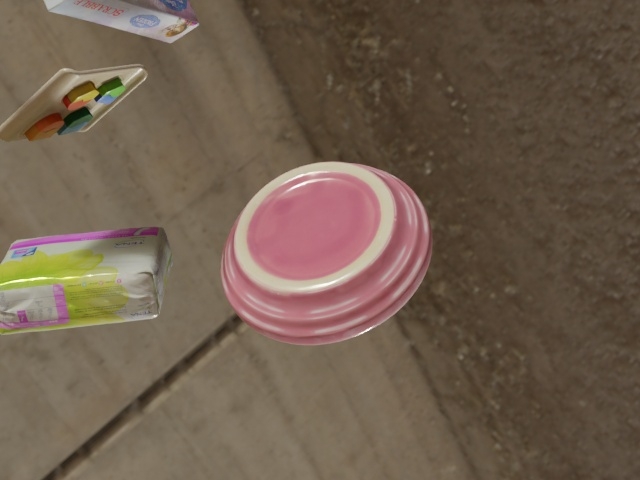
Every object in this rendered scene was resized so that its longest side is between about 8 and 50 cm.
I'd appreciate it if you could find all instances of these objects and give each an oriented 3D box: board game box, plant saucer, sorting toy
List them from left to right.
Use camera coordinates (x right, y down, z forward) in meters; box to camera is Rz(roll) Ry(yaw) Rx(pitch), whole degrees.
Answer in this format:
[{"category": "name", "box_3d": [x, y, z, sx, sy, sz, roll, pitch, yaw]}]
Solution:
[{"category": "sorting toy", "box_3d": [-0.404, -0.223, 1.849, 0.193, 0.208, 0.038, -35, 82, 28]}, {"category": "board game box", "box_3d": [-0.338, -0.462, 1.636, 0.066, 0.318, 0.318, -27, 82, 22]}, {"category": "plant saucer", "box_3d": [0.000, 0.000, 1.689, 0.332, 0.332, 0.084, 30, 157, 35]}]

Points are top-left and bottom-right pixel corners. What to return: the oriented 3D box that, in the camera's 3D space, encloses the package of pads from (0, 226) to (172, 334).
[{"category": "package of pads", "box_3d": [-0.417, 0.066, 1.957, 0.229, 0.296, 0.101, -97, 0, -68]}]
